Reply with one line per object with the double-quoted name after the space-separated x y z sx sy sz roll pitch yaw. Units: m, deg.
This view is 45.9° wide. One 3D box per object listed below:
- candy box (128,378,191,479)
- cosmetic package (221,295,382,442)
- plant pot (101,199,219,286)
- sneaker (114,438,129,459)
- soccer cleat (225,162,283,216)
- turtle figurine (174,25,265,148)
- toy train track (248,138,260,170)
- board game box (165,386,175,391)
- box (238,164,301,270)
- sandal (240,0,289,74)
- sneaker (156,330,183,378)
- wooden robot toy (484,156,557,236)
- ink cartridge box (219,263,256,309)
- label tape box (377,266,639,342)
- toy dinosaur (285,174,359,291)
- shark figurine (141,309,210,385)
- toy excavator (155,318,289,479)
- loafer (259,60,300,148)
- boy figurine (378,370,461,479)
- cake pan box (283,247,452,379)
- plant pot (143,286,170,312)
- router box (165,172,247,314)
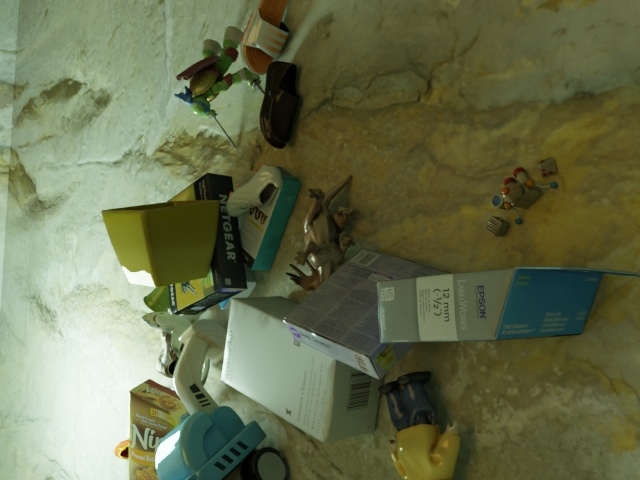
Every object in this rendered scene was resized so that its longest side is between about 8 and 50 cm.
-0.425 0.552 2.041 0.183 0.087 0.316 18 116 26 "candy box"
-0.047 0.268 1.673 0.385 0.156 0.217 13 99 47 "cosmetic package"
-0.377 0.006 1.828 0.212 0.212 0.187 3 101 48 "plant pot"
-0.598 0.646 2.331 0.175 0.067 0.064 -21 74 47 "sneaker"
-0.162 -0.105 1.807 0.196 0.068 0.076 -41 60 35 "soccer cleat"
-0.242 -0.403 1.984 0.198 0.275 0.266 125 155 -59 "turtle figurine"
-0.171 -0.222 1.957 0.048 0.014 0.083 34 118 37 "toy train track"
-0.428 0.488 2.157 0.194 0.060 0.194 -43 58 38 "board game box"
-0.134 -0.055 1.865 0.100 0.060 0.244 40 116 43 "box"
-0.120 -0.537 1.855 0.076 0.102 0.265 30 107 48 "sandal"
-0.417 0.307 2.169 0.071 0.066 0.188 24 111 29 "sneaker"
0.335 -0.084 1.328 0.173 0.079 0.076 -52 52 32 "wooden robot toy"
-0.248 0.083 1.983 0.104 0.060 0.180 -57 49 28 "ink cartridge box"
0.301 0.108 1.223 0.348 0.249 0.115 -7 82 48 "label tape box"
0.000 0.000 1.678 0.200 0.127 0.295 120 158 -70 "toy dinosaur"
-0.357 0.301 2.088 0.278 0.166 0.116 59 156 11 "shark figurine"
-0.280 0.452 1.845 0.445 0.433 0.222 52 130 2 "toy excavator"
-0.094 -0.333 1.826 0.078 0.080 0.220 -5 84 49 "loafer"
0.205 0.393 1.432 0.177 0.092 0.285 -39 61 39 "boy figurine"
0.092 0.130 1.477 0.267 0.246 0.070 16 137 46 "cake pan box"
-0.463 0.161 2.216 0.079 0.083 0.083 -54 50 15 "plant pot"
-0.307 0.014 1.948 0.243 0.081 0.308 -28 65 43 "router box"
